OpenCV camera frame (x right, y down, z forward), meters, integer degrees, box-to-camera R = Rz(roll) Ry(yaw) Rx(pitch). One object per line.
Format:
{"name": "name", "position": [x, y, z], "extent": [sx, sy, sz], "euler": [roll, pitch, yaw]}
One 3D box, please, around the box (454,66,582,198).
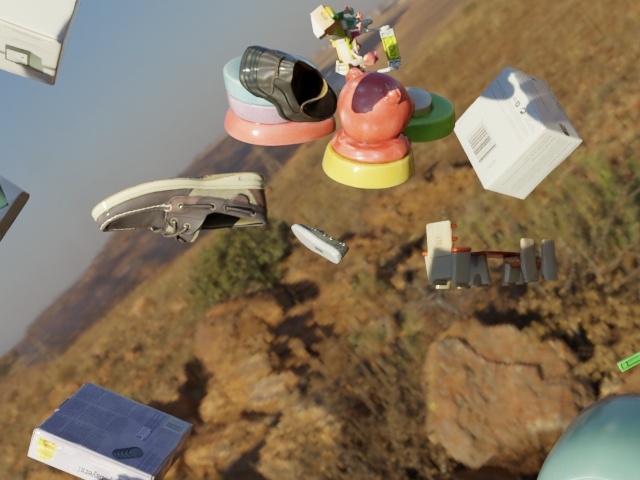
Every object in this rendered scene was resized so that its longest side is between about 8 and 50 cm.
{"name": "box", "position": [0.387, -0.212, 2.014], "extent": [0.182, 0.119, 0.181], "euler": [-49, 46, 33]}

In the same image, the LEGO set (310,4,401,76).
{"name": "LEGO set", "position": [0.069, -0.333, 1.720], "extent": [0.107, 0.287, 0.132], "euler": [-9, 59, 13]}

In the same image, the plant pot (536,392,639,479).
{"name": "plant pot", "position": [0.447, 0.398, 1.492], "extent": [0.293, 0.293, 0.235], "euler": [-37, -12, 32]}

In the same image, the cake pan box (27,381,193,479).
{"name": "cake pan box", "position": [-0.403, 0.387, 1.990], "extent": [0.267, 0.245, 0.070], "euler": [-55, -14, -74]}

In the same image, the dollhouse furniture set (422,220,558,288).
{"name": "dollhouse furniture set", "position": [0.356, 0.032, 2.270], "extent": [0.259, 0.135, 0.262], "euler": [3, -8, -41]}

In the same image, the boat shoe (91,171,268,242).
{"name": "boat shoe", "position": [-0.208, -0.043, 1.576], "extent": [0.285, 0.092, 0.103], "euler": [-11, -14, -30]}

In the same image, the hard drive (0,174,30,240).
{"name": "hard drive", "position": [-0.750, -0.080, 1.907], "extent": [0.233, 0.353, 0.047], "euler": [-58, -14, -5]}

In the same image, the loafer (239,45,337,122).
{"name": "loafer", "position": [-0.020, -0.160, 1.091], "extent": [0.170, 0.061, 0.062], "euler": [12, -90, -61]}

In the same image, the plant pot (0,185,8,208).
{"name": "plant pot", "position": [-0.638, -0.088, 1.537], "extent": [0.234, 0.166, 0.165], "euler": [-35, 41, -27]}

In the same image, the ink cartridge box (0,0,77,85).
{"name": "ink cartridge box", "position": [-0.473, -0.409, 1.728], "extent": [0.289, 0.121, 0.211], "euler": [163, 124, -72]}

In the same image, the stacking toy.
{"name": "stacking toy", "position": [0.036, -0.211, 1.392], "extent": [0.279, 0.309, 0.130], "euler": [-34, -44, -44]}

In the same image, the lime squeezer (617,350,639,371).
{"name": "lime squeezer", "position": [0.569, 0.120, 1.406], "extent": [0.310, 0.059, 0.110], "euler": [-22, 26, 35]}

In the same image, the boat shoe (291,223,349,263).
{"name": "boat shoe", "position": [0.000, 0.000, 2.080], "extent": [0.040, 0.142, 0.049], "euler": [-43, -36, -20]}
